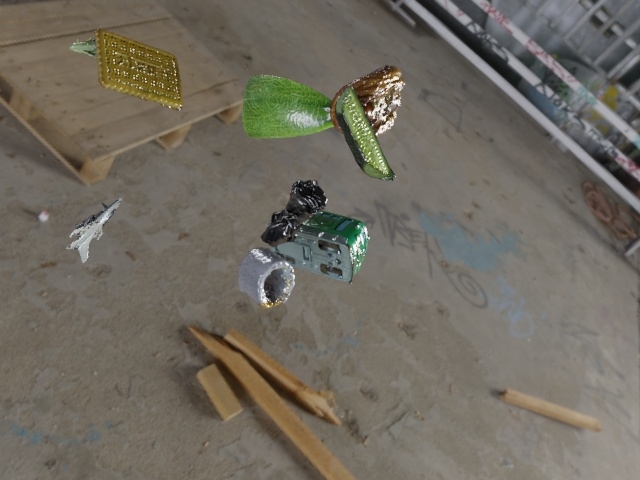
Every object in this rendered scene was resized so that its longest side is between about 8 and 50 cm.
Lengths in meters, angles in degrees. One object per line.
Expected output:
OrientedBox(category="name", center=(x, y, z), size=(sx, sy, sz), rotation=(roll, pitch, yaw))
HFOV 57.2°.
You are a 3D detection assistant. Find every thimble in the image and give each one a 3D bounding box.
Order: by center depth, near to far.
OrientedBox(category="thimble", center=(-0.153, 0.102, 1.643), size=(0.127, 0.151, 0.118), rotation=(-7, 28, -38))

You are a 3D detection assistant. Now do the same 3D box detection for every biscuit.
OrientedBox(category="biscuit", center=(-0.480, -0.458, 1.579), size=(0.254, 0.029, 0.172), rotation=(6, 68, -49))

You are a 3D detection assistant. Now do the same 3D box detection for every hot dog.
OrientedBox(category="hot dog", center=(0.119, -0.324, 1.365), size=(0.227, 0.160, 0.099), rotation=(-33, 51, -32))

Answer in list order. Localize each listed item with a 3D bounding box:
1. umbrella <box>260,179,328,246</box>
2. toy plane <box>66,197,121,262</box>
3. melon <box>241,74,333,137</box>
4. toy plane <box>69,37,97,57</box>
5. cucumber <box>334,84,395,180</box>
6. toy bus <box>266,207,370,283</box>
OrientedBox(category="umbrella", center=(-0.086, -0.063, 1.652), size=(0.110, 0.272, 0.122), rotation=(32, 47, -12))
OrientedBox(category="toy plane", center=(-0.701, -0.049, 1.807), size=(0.082, 0.234, 0.160), rotation=(32, 2, 10))
OrientedBox(category="melon", center=(-0.092, -0.411, 1.832), size=(0.323, 0.196, 0.124), rotation=(10, 12, 30))
OrientedBox(category="toy plane", center=(-0.650, -0.544, 1.656), size=(0.111, 0.040, 0.102), rotation=(-3, 46, -40))
OrientedBox(category="cucumber", center=(0.083, -0.202, 1.206), size=(0.220, 0.046, 0.070), rotation=(61, 41, -18))
OrientedBox(category="toy bus", center=(0.000, 0.000, 2.043), size=(0.343, 0.184, 0.199), rotation=(16, 41, 25))
